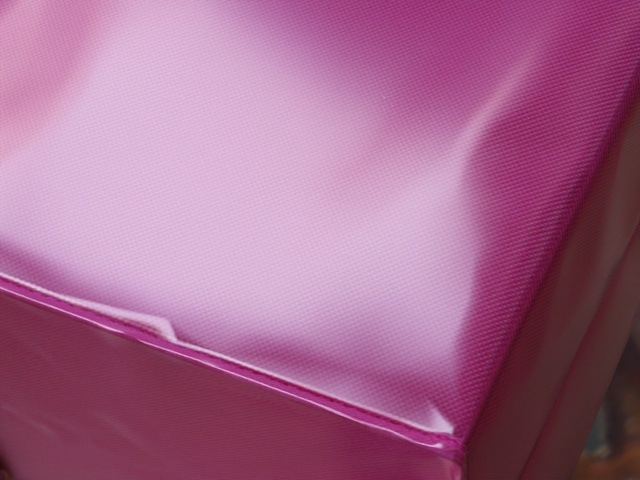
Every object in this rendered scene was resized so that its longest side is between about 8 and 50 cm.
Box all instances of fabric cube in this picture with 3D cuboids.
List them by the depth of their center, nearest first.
[{"bbox_3d":[0.000,0.000,0.718,0.254,0.259,0.258,18,61,17],"label":"fabric cube"}]
